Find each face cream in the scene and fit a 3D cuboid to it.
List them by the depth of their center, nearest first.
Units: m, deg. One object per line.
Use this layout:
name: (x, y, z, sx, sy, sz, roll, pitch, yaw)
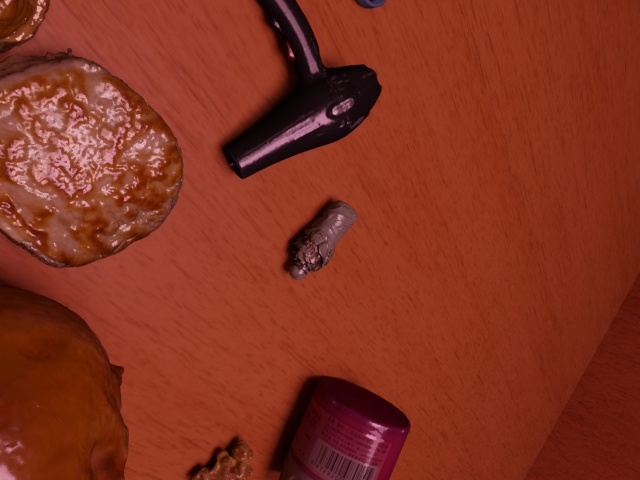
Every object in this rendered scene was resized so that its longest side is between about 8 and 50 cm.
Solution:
face cream: (0.038, 0.359, 0.777, 0.175, 0.175, 0.195, 26, 88, -44)

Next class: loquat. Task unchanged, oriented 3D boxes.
loquat: (-0.304, 0.169, 0.362, 0.283, 0.276, 0.276, -15, 116, -17)

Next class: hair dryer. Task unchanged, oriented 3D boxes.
hair dryer: (-0.061, -0.231, 0.569, 0.235, 0.091, 0.272, -34, 113, -16)

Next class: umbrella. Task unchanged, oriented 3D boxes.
umbrella: (0.000, 0.000, 0.700, 0.143, 0.062, 0.067, -54, 163, -14)

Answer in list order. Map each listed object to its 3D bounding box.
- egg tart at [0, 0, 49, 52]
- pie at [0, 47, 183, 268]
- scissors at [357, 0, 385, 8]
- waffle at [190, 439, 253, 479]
egg tart: (-0.286, -0.210, 0.364, 0.128, 0.049, 0.129, -21, 129, -27)
pie: (-0.234, -0.073, 0.444, 0.179, 0.084, 0.205, -48, 132, -17)
scissors: (0.052, -0.447, 0.598, 0.125, 0.030, 0.256, -49, 133, -19)
waffle: (-0.152, 0.418, 0.721, 0.160, 0.046, 0.192, -37, 127, -25)
